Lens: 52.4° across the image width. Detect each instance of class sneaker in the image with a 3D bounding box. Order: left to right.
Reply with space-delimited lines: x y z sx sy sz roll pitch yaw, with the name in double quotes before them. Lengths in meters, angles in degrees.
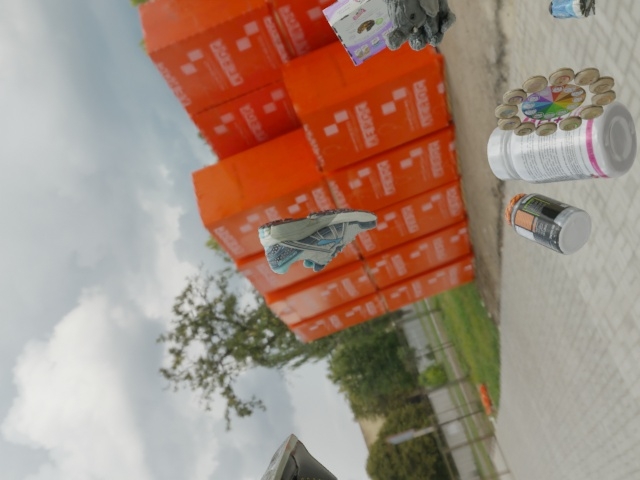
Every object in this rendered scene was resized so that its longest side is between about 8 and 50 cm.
"sneaker" -0.033 0.409 1.087 0.118 0.083 0.222 38 -169 4
"sneaker" 0.000 0.000 1.417 0.110 0.283 0.122 8 108 62
"sneaker" 0.449 -0.429 1.163 0.162 0.073 0.063 -32 -60 -53

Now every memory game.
"memory game" 0.371 -0.214 1.029 0.186 0.186 0.012 58 -153 -64

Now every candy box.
"candy box" 0.123 -0.609 1.822 0.196 0.165 0.070 41 -159 -59

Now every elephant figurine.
"elephant figurine" 0.214 -0.545 1.522 0.186 0.169 0.239 54 -154 16

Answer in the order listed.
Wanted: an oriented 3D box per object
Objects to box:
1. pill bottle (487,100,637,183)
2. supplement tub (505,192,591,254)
"pill bottle" 0.526 -0.208 1.439 0.283 0.160 0.160 -1 117 51
"supplement tub" 0.554 -0.047 1.598 0.190 0.117 0.117 36 155 55
